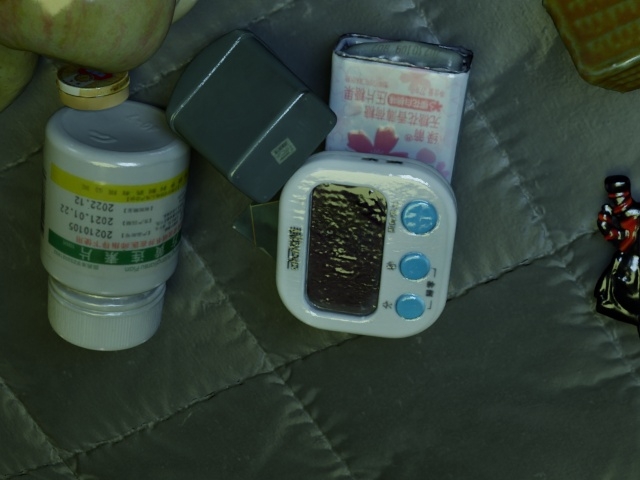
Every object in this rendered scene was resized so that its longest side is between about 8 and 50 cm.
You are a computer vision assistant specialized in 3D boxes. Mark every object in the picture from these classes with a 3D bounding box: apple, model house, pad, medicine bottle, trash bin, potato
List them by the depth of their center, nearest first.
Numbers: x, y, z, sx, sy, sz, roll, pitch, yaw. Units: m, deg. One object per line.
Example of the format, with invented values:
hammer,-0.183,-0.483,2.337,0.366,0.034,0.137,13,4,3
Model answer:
model house,0.397,-0.277,1.213,0.268,0.239,0.173,-22,110,25
apple,-0.297,-0.329,1.251,0.256,0.257,0.234,11,92,8
trash bin,-0.101,-0.174,1.396,0.177,0.236,0.101,-48,134,2
potato,-0.486,-0.259,1.496,0.157,0.157,0.194,23,123,1
medicine bottle,-0.310,-0.019,1.547,0.208,0.208,0.340,14,120,6
pad,0.000,0.000,1.600,0.243,0.004,0.163,38,120,-8

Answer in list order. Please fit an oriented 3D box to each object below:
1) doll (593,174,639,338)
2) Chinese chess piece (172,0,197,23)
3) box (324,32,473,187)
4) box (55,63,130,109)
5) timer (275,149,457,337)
doll,0.453,0.026,1.461,0.127,0.088,0.249,2,111,36
Chinese chess piece,-0.266,-0.400,1.393,0.250,0.097,0.251,6,118,11
box,0.096,-0.100,1.457,0.190,0.112,0.370,8,120,8
box,-0.328,-0.226,1.498,0.105,0.105,0.037,8,126,10
timer,0.062,0.003,1.408,0.237,0.087,0.262,8,117,8
